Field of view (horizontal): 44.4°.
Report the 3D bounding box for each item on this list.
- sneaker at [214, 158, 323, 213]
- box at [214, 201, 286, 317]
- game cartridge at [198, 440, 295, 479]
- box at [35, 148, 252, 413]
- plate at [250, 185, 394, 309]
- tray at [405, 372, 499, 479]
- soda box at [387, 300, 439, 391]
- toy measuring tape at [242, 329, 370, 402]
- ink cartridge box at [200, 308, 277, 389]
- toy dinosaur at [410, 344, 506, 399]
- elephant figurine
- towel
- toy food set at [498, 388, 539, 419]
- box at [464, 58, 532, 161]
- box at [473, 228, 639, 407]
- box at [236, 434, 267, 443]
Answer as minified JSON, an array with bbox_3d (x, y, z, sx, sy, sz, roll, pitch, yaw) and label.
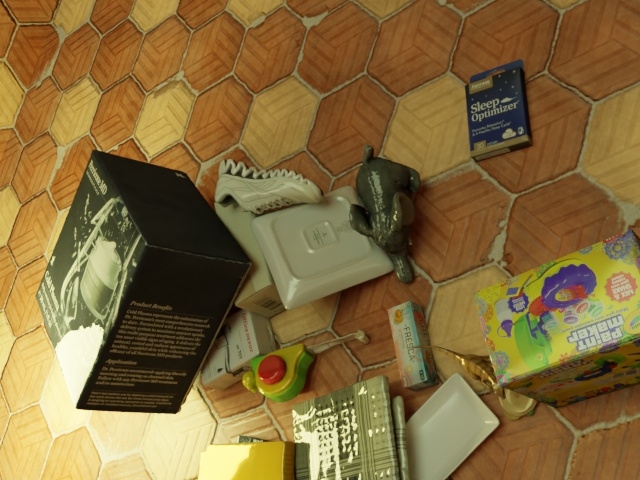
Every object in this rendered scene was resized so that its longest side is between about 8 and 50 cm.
[{"bbox_3d":[-0.128,-0.114,1.897,0.292,0.110,0.118,11,72,27],"label":"sneaker"},{"bbox_3d":[-0.157,0.022,1.982,0.121,0.148,0.311,-31,55,24],"label":"box"},{"bbox_3d":[-0.176,0.632,1.804,0.285,0.052,0.324,-13,66,37],"label":"game cartridge"},{"bbox_3d":[-0.469,0.103,1.991,0.480,0.297,0.472,48,116,46],"label":"box"},{"bbox_3d":[0.000,0.000,1.847,0.277,0.045,0.277,-20,55,-8],"label":"plate"},{"bbox_3d":[0.236,0.415,1.606,0.270,0.030,0.145,-49,50,12],"label":"tray"},{"bbox_3d":[0.199,0.227,1.689,0.063,0.058,0.183,-24,60,28],"label":"soda box"},{"bbox_3d":[-0.037,0.301,1.812,0.330,0.121,0.122,-18,62,20],"label":"toy measuring tape"},{"bbox_3d":[-0.214,0.270,1.969,0.190,0.082,0.140,-33,56,25],"label":"ink cartridge box"},{"bbox_3d":[0.299,0.245,1.571,0.211,0.112,0.064,26,90,41],"label":"toy dinosaur"},{"bbox_3d":[0.150,-0.055,1.751,0.169,0.185,0.240,123,156,-52],"label":"elephant figurine"},{"bbox_3d":[0.063,0.473,1.683,0.312,0.056,0.324,-28,59,41],"label":"towel"},{"bbox_3d":[0.390,0.306,1.539,0.082,0.020,0.083,-28,58,26],"label":"toy food set"},{"bbox_3d":[0.396,-0.300,1.761,0.136,0.036,0.225,-15,63,32],"label":"box"},{"bbox_3d":[0.472,0.152,1.369,0.289,0.279,0.177,-26,59,26],"label":"box"},{"bbox_3d":[-0.169,0.508,1.883,0.083,0.018,0.067,1,74,37],"label":"box"}]
